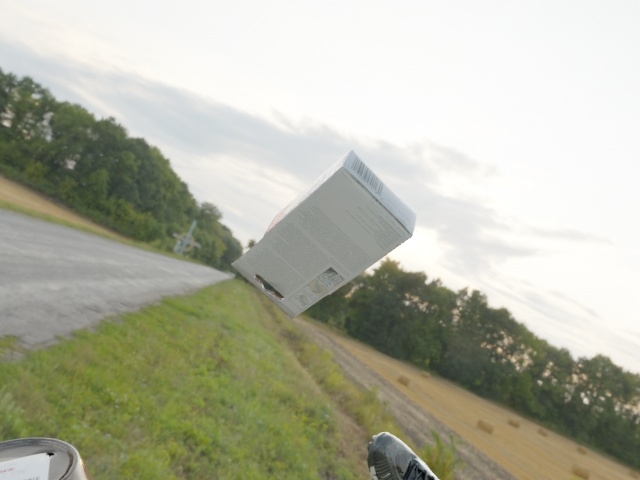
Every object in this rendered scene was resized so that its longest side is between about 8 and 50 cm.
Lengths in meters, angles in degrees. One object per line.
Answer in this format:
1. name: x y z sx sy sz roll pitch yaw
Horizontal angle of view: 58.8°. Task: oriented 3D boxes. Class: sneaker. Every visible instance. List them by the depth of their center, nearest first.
1. sneaker: 0.155 0.359 0.801 0.106 0.078 0.234 -13 -64 46

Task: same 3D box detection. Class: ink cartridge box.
1. ink cartridge box: 0.000 0.000 0.377 0.063 0.115 0.029 43 33 -14

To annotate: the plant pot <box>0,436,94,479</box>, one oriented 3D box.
1. plant pot: -0.236 0.287 0.444 0.215 0.231 0.215 0 10 0
